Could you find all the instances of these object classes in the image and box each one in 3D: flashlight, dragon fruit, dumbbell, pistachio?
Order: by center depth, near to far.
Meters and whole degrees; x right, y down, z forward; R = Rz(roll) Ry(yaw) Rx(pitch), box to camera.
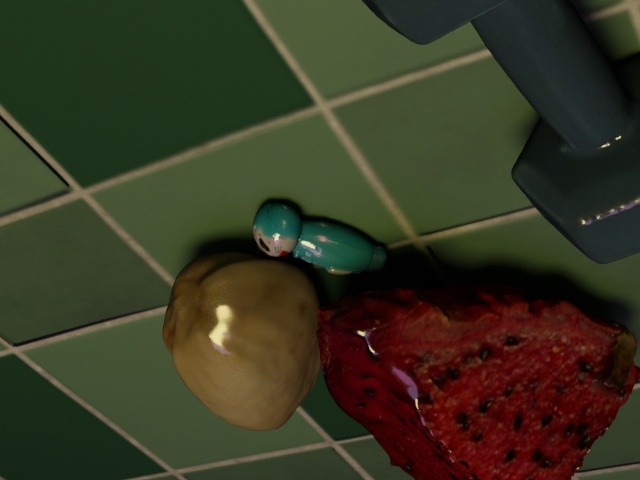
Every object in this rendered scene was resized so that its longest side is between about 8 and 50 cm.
[{"bbox_3d":[0.149,-0.126,0.627,0.160,0.144,0.325,-22,134,31],"label":"dumbbell"},{"bbox_3d":[0.000,0.000,0.871,0.129,0.051,0.051,14,139,-18],"label":"flashlight"},{"bbox_3d":[0.132,0.137,0.871,0.302,0.240,0.330,-35,135,14],"label":"dragon fruit"},{"bbox_3d":[-0.071,0.097,0.922,0.153,0.138,0.238,-14,142,-6],"label":"pistachio"}]
